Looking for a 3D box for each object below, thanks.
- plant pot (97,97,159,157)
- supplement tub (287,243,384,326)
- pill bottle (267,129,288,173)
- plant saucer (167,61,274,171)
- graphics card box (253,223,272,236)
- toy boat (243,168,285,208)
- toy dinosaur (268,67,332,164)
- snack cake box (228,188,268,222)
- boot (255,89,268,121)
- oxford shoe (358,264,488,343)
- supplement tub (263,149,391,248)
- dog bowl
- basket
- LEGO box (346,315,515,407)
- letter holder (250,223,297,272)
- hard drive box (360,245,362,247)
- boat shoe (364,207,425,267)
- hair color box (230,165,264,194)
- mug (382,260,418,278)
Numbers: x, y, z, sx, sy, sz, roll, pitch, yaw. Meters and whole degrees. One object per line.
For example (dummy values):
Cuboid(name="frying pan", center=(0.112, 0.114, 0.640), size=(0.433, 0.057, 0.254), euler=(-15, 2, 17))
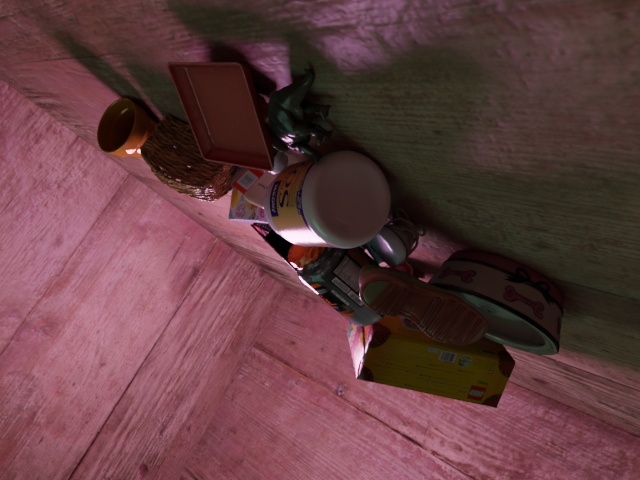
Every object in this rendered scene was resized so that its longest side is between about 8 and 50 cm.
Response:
Cuboid(name="plant pot", center=(-0.667, -0.383, 1.818), size=(0.205, 0.205, 0.188), euler=(21, 179, 33))
Cuboid(name="supplement tub", center=(0.070, 0.107, 1.596), size=(0.338, 0.207, 0.207), euler=(42, 163, -22))
Cuboid(name="pill bottle", center=(-0.167, -0.263, 1.398), size=(0.094, 0.094, 0.169), euler=(16, 161, 45))
Cuboid(name="plant saucer", center=(-0.223, -0.300, 1.177), size=(0.259, 0.048, 0.258), euler=(16, 135, 37))
Cuboid(name="graphics card box", center=(-0.110, 0.007, 2.261), size=(0.371, 0.094, 0.233), euler=(25, 165, 15))
Cuboid(name="toy boat", center=(-0.133, -0.170, 1.642), size=(0.231, 0.150, 0.151), euler=(25, -164, 20))
Cuboid(name="toy dinosaur", center=(-0.061, -0.267, 1.120), size=(0.160, 0.121, 0.313), euler=(21, 168, 9))
Cuboid(name="snack cake box", center=(-0.242, -0.142, 1.828), size=(0.089, 0.152, 0.264), euler=(9, 178, -32))
Cuboid(name="boot", center=(-0.206, -0.333, 1.251), size=(0.152, 0.073, 0.197), euler=(38, 162, -13))
Cuboid(name="oxford shoe", center=(0.287, 0.162, 1.386), size=(0.397, 0.140, 0.146), euler=(27, -159, -14))
Cuboid(name="supplement tub", center=(0.002, -0.101, 1.326), size=(0.241, 0.241, 0.331), euler=(36, 165, -23))
Cuboid(name="dog bowl", center=(0.515, 0.175, 1.469), size=(0.408, 0.150, 0.408), euler=(27, 166, 7))
Cuboid(name="basket", center=(-0.452, -0.255, 1.755), size=(0.299, 0.213, 0.223), euler=(28, 166, 7))
Cuboid(name="LEGO box", center=(0.369, 0.366, 1.789), size=(0.501, 0.193, 0.372), euler=(14, -163, -6))
Cuboid(name="letter holder", center=(-0.149, -0.042, 1.867), size=(0.302, 0.152, 0.214), euler=(41, 177, 46))
Cuboid(name="hard drive box", center=(0.079, -0.051, 1.672), size=(0.181, 0.089, 0.232), euler=(27, 166, 14))
Cuboid(name="boat shoe", center=(0.223, -0.011, 1.424), size=(0.135, 0.156, 0.367), euler=(56, 177, 5))
Cuboid(name="hair color box", center=(-0.222, -0.220, 1.503), size=(0.053, 0.093, 0.167), euler=(38, -160, -27))
Cuboid(name="mug", center=(0.297, 0.126, 1.895), size=(0.113, 0.150, 0.169), euler=(64, 167, 12))
